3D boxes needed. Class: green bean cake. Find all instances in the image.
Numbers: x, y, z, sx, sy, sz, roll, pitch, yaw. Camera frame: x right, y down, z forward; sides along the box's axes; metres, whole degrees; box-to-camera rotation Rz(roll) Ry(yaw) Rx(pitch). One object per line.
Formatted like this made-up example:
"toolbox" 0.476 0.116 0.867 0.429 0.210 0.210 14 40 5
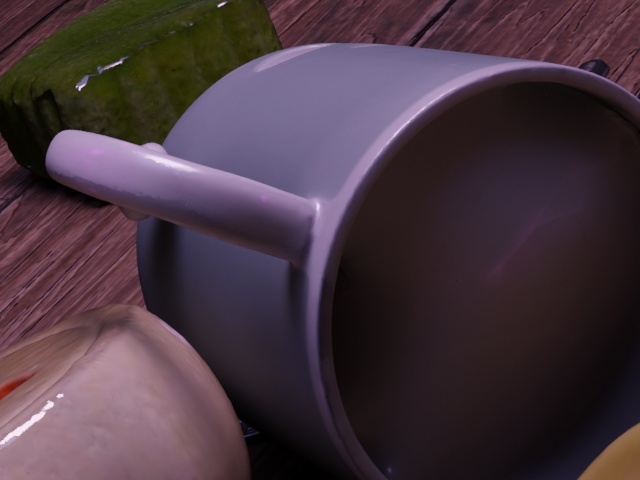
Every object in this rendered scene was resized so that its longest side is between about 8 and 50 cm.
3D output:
"green bean cake" -0.175 -0.145 1.807 0.248 0.125 0.222 -31 25 -26

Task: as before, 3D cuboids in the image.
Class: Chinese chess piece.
"Chinese chess piece" -0.195 0.171 1.049 0.338 0.140 0.338 -33 9 6

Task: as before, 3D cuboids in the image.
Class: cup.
"cup" 0.000 0.000 1.125 0.357 0.259 0.274 18 0 -31

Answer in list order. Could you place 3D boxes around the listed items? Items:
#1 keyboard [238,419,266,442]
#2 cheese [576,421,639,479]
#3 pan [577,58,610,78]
"keyboard" -0.092 0.133 1.301 0.155 0.010 0.053 -18 23 8
"cheese" 0.211 0.168 0.855 0.260 0.128 0.316 -33 25 -20
"pan" 0.169 -0.068 1.485 0.136 0.028 0.235 1 35 38
